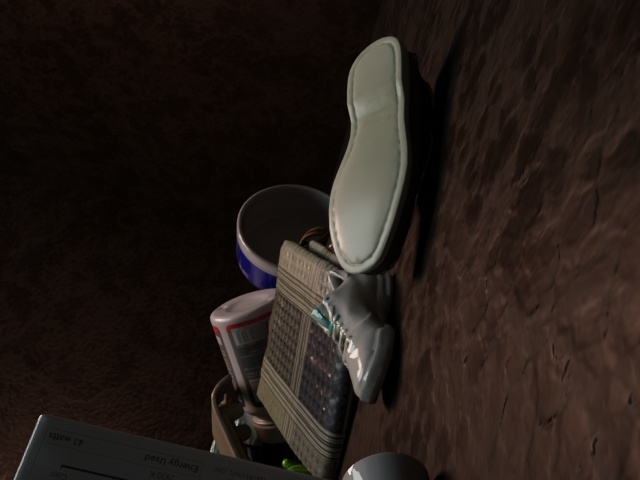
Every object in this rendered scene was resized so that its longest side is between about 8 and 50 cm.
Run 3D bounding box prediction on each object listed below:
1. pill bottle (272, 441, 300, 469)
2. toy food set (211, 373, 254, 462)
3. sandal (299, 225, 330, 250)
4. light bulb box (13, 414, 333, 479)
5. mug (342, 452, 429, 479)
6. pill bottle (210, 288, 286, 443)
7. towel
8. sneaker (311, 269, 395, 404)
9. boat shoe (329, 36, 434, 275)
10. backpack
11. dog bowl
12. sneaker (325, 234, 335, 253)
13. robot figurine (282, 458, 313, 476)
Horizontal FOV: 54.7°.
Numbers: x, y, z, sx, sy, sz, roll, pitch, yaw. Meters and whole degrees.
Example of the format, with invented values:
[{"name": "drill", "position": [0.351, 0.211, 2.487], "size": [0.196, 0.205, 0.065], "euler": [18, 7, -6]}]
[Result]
[{"name": "pill bottle", "position": [-0.080, 0.517, 1.463], "size": [0.067, 0.067, 0.120], "euler": [108, 175, -63]}, {"name": "toy food set", "position": [-0.126, 0.434, 1.212], "size": [0.306, 0.092, 0.220], "euler": [60, 157, 24]}, {"name": "sandal", "position": [0.000, 0.000, 1.242], "size": [0.219, 0.060, 0.090], "euler": [-37, -26, -31]}, {"name": "light bulb box", "position": [-0.170, 0.418, 0.650], "size": [0.225, 0.357, 0.361], "euler": [103, 180, -61]}, {"name": "mug", "position": [0.053, 0.191, 0.414], "size": [0.062, 0.078, 0.064], "euler": [-42, 25, 18]}, {"name": "pill bottle", "position": [-0.109, 0.258, 1.283], "size": [0.161, 0.161, 0.284], "euler": [-89, -18, -79]}, {"name": "towel", "position": [-0.013, 0.170, 0.985], "size": [0.324, 0.056, 0.313], "euler": [-153, 72, -65]}, {"name": "sneaker", "position": [0.034, 0.103, 0.717], "size": [0.212, 0.094, 0.080], "euler": [-82, 7, -62]}, {"name": "boat shoe", "position": [0.082, -0.094, 0.728], "size": [0.109, 0.091, 0.305], "euler": [-13, 59, 39]}, {"name": "backpack", "position": [-0.171, 0.475, 1.408], "size": [0.166, 0.144, 0.189], "euler": [88, -160, -60]}, {"name": "dog bowl", "position": [-0.058, 0.000, 1.402], "size": [0.104, 0.264, 0.265], "euler": [102, 179, -48]}, {"name": "sneaker", "position": [0.030, 0.064, 1.197], "size": [0.281, 0.106, 0.163], "euler": [130, 161, -65]}, {"name": "robot figurine", "position": [-0.039, 0.419, 1.038], "size": [0.115, 0.066, 0.101], "euler": [106, 164, -53]}]
